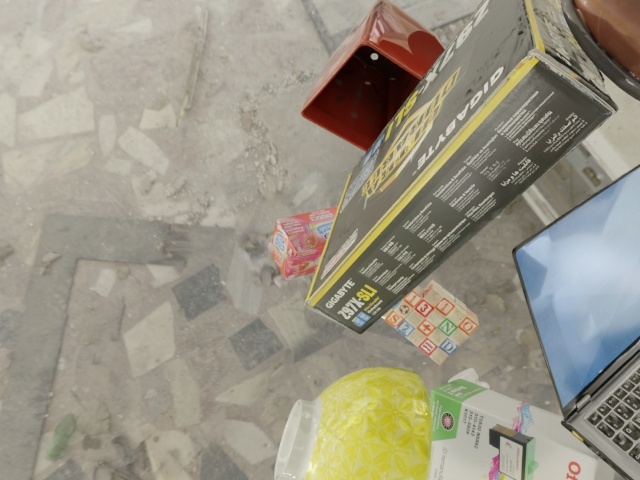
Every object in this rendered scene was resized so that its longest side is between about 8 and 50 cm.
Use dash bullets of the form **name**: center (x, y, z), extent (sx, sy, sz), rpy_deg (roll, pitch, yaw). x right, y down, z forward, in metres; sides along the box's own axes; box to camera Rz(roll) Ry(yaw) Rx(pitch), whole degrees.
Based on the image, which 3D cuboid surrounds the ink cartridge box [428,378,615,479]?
- **ink cartridge box**: center (0.320, 0.384, 0.823), extent (0.278, 0.117, 0.202), rpy_deg (12, 96, 44)

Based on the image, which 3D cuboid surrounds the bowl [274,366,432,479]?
- **bowl**: center (0.025, 0.306, 0.695), extent (0.156, 0.289, 0.290), rpy_deg (19, 75, -5)

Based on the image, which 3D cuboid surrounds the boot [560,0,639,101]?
- **boot**: center (0.292, -0.157, 0.217), extent (0.264, 0.280, 0.096), rpy_deg (38, 66, 12)

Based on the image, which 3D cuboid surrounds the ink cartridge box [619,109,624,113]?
- **ink cartridge box**: center (0.962, -0.477, 1.712), extent (0.181, 0.104, 0.062), rpy_deg (47, 122, 22)

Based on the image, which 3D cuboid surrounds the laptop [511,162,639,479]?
- **laptop**: center (0.515, 0.124, 0.645), extent (0.382, 0.236, 0.408), rpy_deg (-28, 48, -23)

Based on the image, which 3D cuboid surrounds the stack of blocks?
- **stack of blocks**: center (0.296, 0.203, 1.452), extent (0.297, 0.087, 0.171), rpy_deg (39, 108, 4)

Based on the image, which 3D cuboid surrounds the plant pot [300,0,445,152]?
- **plant pot**: center (0.147, -0.389, 1.138), extent (0.267, 0.267, 0.236), rpy_deg (24, 60, -23)

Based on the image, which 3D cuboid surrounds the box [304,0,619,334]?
- **box**: center (0.116, -0.089, 0.500), extent (0.079, 0.322, 0.257), rpy_deg (32, 42, -8)

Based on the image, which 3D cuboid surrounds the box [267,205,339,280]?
- **box**: center (0.000, 0.000, 1.349), extent (0.256, 0.128, 0.123), rpy_deg (-14, 57, -31)

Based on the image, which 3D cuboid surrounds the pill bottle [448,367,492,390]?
- **pill bottle**: center (0.434, 0.452, 1.344), extent (0.108, 0.108, 0.180), rpy_deg (-29, 78, -8)
